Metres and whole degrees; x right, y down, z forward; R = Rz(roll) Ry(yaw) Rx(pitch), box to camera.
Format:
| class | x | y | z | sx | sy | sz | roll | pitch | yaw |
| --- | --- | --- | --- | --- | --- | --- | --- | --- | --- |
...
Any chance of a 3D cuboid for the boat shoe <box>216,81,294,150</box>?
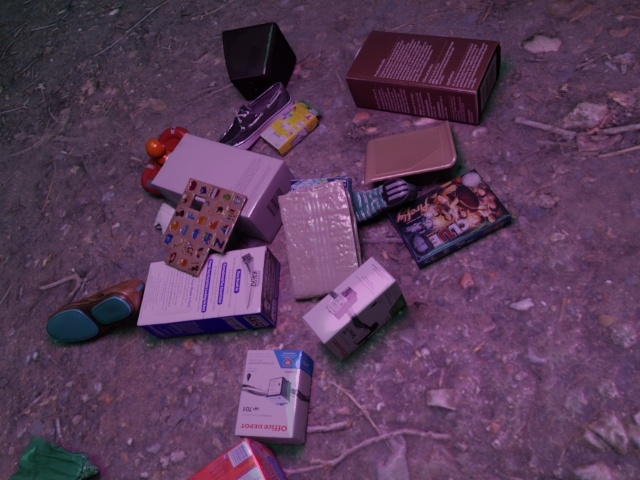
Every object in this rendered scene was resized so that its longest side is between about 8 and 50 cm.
| class | x | y | z | sx | sy | sz | roll | pitch | yaw |
| --- | --- | --- | --- | --- | --- | --- | --- | --- | --- |
| boat shoe | -0.219 | -0.373 | 1.603 | 0.301 | 0.102 | 0.108 | -38 | 46 | -4 |

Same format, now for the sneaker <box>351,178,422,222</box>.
| class | x | y | z | sx | sy | sz | roll | pitch | yaw |
| --- | --- | --- | --- | --- | --- | --- | --- | --- | --- |
| sneaker | 0.150 | -0.096 | 1.338 | 0.224 | 0.098 | 0.083 | -15 | 81 | 41 |

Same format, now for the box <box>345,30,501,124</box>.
| class | x | y | z | sx | sy | sz | roll | pitch | yaw |
| --- | --- | --- | --- | --- | --- | --- | --- | --- | --- |
| box | 0.285 | -0.461 | 1.463 | 0.382 | 0.143 | 0.191 | 18 | 69 | 26 |

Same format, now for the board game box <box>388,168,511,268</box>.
| class | x | y | z | sx | sy | sz | roll | pitch | yaw |
| --- | --- | --- | --- | --- | --- | --- | --- | --- | --- |
| board game box | 0.312 | -0.055 | 1.272 | 0.243 | 0.042 | 0.165 | -28 | 56 | 3 |

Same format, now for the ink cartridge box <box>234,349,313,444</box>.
| class | x | y | z | sx | sy | sz | roll | pitch | yaw |
| --- | --- | --- | --- | --- | --- | --- | --- | --- | --- |
| ink cartridge box | -0.101 | 0.348 | 1.164 | 0.140 | 0.082 | 0.190 | -4 | 58 | 17 |

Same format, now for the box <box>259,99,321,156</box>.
| class | x | y | z | sx | sy | sz | roll | pitch | yaw |
| --- | --- | --- | --- | --- | --- | --- | --- | --- | --- |
| box | -0.086 | -0.347 | 1.586 | 0.179 | 0.043 | 0.105 | -44 | 55 | -6 |

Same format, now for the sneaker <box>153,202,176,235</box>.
| class | x | y | z | sx | sy | sz | roll | pitch | yaw |
| --- | --- | --- | --- | --- | --- | --- | --- | --- | --- |
| sneaker | -0.408 | -0.029 | 1.507 | 0.212 | 0.080 | 0.094 | 29 | 85 | 38 |

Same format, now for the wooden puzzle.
| class | x | y | z | sx | sy | sz | roll | pitch | yaw |
| --- | --- | --- | --- | --- | --- | --- | --- | --- | --- |
| wooden puzzle | 0.231 | -0.224 | 1.369 | 0.239 | 0.044 | 0.220 | -13 | 35 | 16 |

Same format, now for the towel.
| class | x | y | z | sx | sy | sz | roll | pitch | yaw |
| --- | --- | --- | --- | --- | --- | --- | --- | --- | --- |
| towel | 0.000 | 0.000 | 1.291 | 0.187 | 0.049 | 0.282 | -10 | 84 | 19 |

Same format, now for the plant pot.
| class | x | y | z | sx | sy | sz | roll | pitch | yaw |
| --- | --- | --- | --- | --- | --- | --- | --- | --- | --- |
| plant pot | -0.202 | -0.562 | 1.678 | 0.188 | 0.187 | 0.166 | -2 | 73 | 19 |

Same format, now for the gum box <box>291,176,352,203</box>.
| class | x | y | z | sx | sy | sz | roll | pitch | yaw |
| --- | --- | --- | --- | --- | --- | --- | --- | --- | --- |
| gum box | 0.003 | -0.067 | 1.341 | 0.157 | 0.041 | 0.184 | 0 | 89 | 20 |

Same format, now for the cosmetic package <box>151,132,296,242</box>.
| class | x | y | z | sx | sy | sz | roll | pitch | yaw |
| --- | --- | --- | --- | --- | --- | --- | --- | --- | --- |
| cosmetic package | -0.267 | -0.154 | 1.470 | 0.366 | 0.155 | 0.196 | 20 | 71 | 29 |

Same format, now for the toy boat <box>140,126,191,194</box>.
| class | x | y | z | sx | sy | sz | roll | pitch | yaw |
| --- | --- | --- | --- | --- | --- | --- | --- | --- | --- |
| toy boat | -0.483 | -0.261 | 1.612 | 0.151 | 0.151 | 0.230 | 5 | 63 | 22 |

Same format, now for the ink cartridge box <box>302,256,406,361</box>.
| class | x | y | z | sx | sy | sz | roll | pitch | yaw |
| --- | --- | --- | --- | --- | --- | --- | --- | --- | --- |
| ink cartridge box | 0.079 | 0.159 | 1.167 | 0.208 | 0.153 | 0.087 | -40 | 57 | -5 |

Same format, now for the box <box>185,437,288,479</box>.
| class | x | y | z | sx | sy | sz | roll | pitch | yaw |
| --- | --- | --- | --- | --- | --- | --- | --- | --- | --- |
| box | -0.211 | 0.556 | 1.044 | 0.300 | 0.142 | 0.154 | -36 | 56 | -3 |

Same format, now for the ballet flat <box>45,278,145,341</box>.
| class | x | y | z | sx | sy | sz | roll | pitch | yaw |
| --- | --- | --- | --- | --- | --- | --- | --- | --- | --- |
| ballet flat | -0.597 | 0.180 | 1.409 | 0.343 | 0.116 | 0.124 | -25 | 21 | 28 |

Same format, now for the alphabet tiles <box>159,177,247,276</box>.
| class | x | y | z | sx | sy | sz | roll | pitch | yaw |
| --- | --- | --- | --- | --- | --- | --- | --- | --- | --- |
| alphabet tiles | -0.313 | -0.033 | 1.346 | 0.198 | 0.009 | 0.237 | 19 | 82 | 27 |

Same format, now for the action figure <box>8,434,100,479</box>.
| class | x | y | z | sx | sy | sz | roll | pitch | yaw |
| --- | --- | --- | --- | --- | --- | --- | --- | --- | --- |
| action figure | -0.626 | 0.546 | 1.247 | 0.232 | 0.063 | 0.137 | -5 | 58 | 21 |

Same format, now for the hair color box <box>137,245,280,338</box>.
| class | x | y | z | sx | sy | sz | roll | pitch | yaw |
| --- | --- | --- | --- | --- | --- | --- | --- | --- | --- |
| hair color box | -0.282 | 0.136 | 1.336 | 0.339 | 0.110 | 0.185 | -9 | 58 | 17 |
